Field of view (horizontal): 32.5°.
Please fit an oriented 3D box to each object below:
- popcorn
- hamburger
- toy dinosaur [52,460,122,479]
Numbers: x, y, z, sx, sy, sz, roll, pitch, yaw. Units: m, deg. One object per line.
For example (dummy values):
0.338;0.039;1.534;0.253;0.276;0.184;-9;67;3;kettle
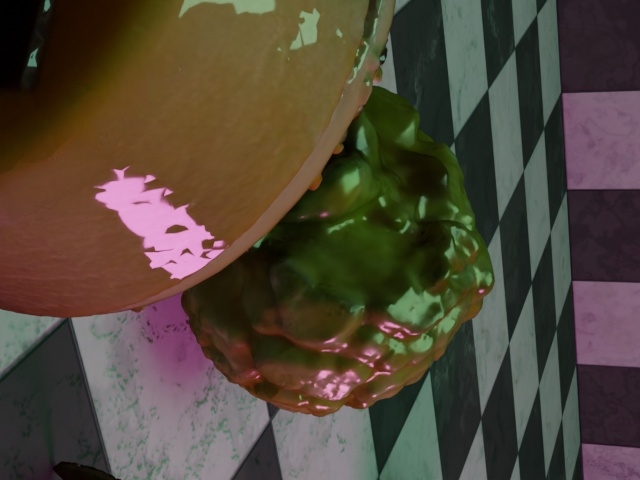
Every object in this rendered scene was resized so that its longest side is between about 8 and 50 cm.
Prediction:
0.000;0.000;0.850;0.270;0.224;0.258;-24;88;-50;popcorn
-0.103;-0.114;0.479;0.176;0.300;0.300;26;67;-59;hamburger
-0.188;0.213;0.527;0.327;0.113;0.206;-42;171;-37;toy dinosaur
